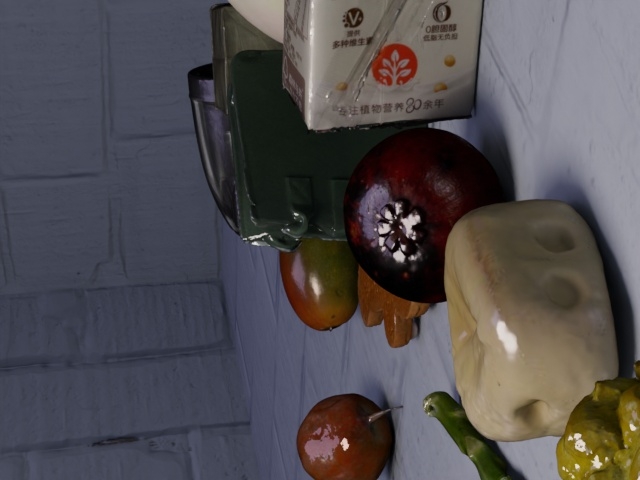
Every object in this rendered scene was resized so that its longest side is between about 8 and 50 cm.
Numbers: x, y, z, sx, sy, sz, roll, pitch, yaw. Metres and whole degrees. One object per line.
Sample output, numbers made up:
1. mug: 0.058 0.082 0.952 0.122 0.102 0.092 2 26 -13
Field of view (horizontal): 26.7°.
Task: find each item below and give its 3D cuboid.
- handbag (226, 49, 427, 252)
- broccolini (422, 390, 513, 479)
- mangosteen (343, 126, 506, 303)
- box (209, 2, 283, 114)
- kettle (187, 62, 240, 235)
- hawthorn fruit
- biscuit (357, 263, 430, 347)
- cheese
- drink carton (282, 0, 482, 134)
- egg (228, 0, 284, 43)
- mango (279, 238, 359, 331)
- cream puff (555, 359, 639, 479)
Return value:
1. handbag: 0.015 -0.110 1.640 0.079 0.247 0.260 116 150 -58
2. broccolini: 0.164 0.264 1.427 0.392 0.074 0.079 -126 41 -69
3. mangosteen: 0.113 -0.030 1.396 0.200 0.200 0.200 176 90 -80
4. box: -0.029 -0.258 1.865 0.149 0.231 0.155 -142 49 -77
5. kettle: -0.096 -0.164 2.445 0.321 0.228 0.324 -47 -46 -67
6. hawthorn fruit: 0.036 0.284 1.986 0.149 0.149 0.189 -104 13 -44
7. biscuit: 0.099 0.039 1.793 0.324 0.049 0.205 167 97 -80
8. cheese: 0.177 0.077 1.171 0.235 0.117 0.218 -110 16 -67
9. drink carton: 0.065 -0.289 1.413 0.132 0.194 0.324 -119 27 -55
10. egg: -0.012 -0.387 1.574 0.283 0.283 0.345 -113 13 -61
11. mango: 0.000 0.004 2.139 0.146 0.129 0.289 99 172 -60
12. cream puff: 0.222 0.154 0.921 0.156 0.121 0.156 174 90 -86
